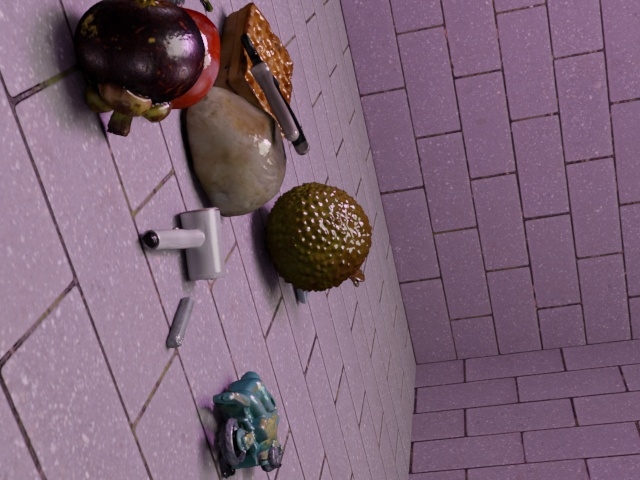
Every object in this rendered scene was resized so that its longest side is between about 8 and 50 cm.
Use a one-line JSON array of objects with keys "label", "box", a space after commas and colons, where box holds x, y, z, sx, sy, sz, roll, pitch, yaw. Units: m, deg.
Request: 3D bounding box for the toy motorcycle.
[{"label": "toy motorcycle", "box": [-0.131, 0.346, 1.591, 0.296, 0.109, 0.198, 43, 38, -72]}]

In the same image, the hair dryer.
[{"label": "hair dryer", "box": [-0.235, 0.008, 1.441, 0.236, 0.073, 0.131, 2, 81, -75]}]

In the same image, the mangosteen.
[{"label": "mangosteen", "box": [-0.271, -0.254, 1.237, 0.192, 0.192, 0.217, -62, 166, -69]}]

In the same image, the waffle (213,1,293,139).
[{"label": "waffle", "box": [-0.151, -0.387, 1.936, 0.213, 0.091, 0.308, 52, 29, -39]}]

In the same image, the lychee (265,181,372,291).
[{"label": "lychee", "box": [-0.003, -0.006, 2.041, 0.320, 0.270, 0.269, 53, 30, -76]}]

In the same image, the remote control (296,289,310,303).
[{"label": "remote control", "box": [-0.063, 0.021, 2.236, 0.103, 0.051, 0.293, -68, 150, -66]}]

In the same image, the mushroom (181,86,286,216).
[{"label": "mushroom", "box": [-0.163, -0.185, 1.669, 0.189, 0.164, 0.267, -20, 101, -78]}]

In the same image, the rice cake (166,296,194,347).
[{"label": "rice cake", "box": [-0.239, 0.140, 1.430, 0.121, 0.022, 0.021, -82, 151, -54]}]

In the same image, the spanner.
[{"label": "spanner", "box": [-0.102, -0.315, 1.733, 0.324, 0.040, 0.095, 64, 7, 28]}]

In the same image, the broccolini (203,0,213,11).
[{"label": "broccolini", "box": [-0.262, -0.543, 1.800, 0.035, 0.030, 0.140, 48, -4, 20]}]

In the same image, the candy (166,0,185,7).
[{"label": "candy", "box": [-0.296, -0.516, 1.537, 0.086, 0.059, 0.292, -74, 152, -59]}]

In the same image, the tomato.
[{"label": "tomato", "box": [-0.246, -0.316, 1.426, 0.187, 0.151, 0.187, -8, 90, -83]}]
